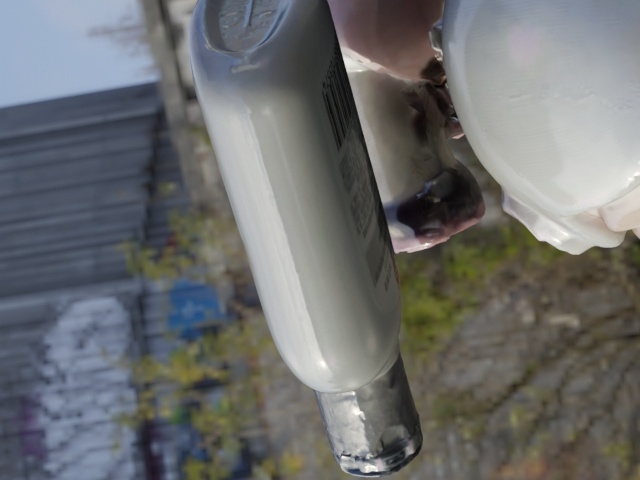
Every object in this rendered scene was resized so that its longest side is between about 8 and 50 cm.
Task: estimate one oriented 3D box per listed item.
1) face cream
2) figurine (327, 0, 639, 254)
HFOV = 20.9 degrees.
[{"bbox_3d":[0.000,0.000,0.902,0.144,0.071,0.291,-86,-17,-53],"label":"face cream"},{"bbox_3d":[0.134,-0.108,0.922,0.211,0.361,0.253,12,-93,-40],"label":"figurine"}]
